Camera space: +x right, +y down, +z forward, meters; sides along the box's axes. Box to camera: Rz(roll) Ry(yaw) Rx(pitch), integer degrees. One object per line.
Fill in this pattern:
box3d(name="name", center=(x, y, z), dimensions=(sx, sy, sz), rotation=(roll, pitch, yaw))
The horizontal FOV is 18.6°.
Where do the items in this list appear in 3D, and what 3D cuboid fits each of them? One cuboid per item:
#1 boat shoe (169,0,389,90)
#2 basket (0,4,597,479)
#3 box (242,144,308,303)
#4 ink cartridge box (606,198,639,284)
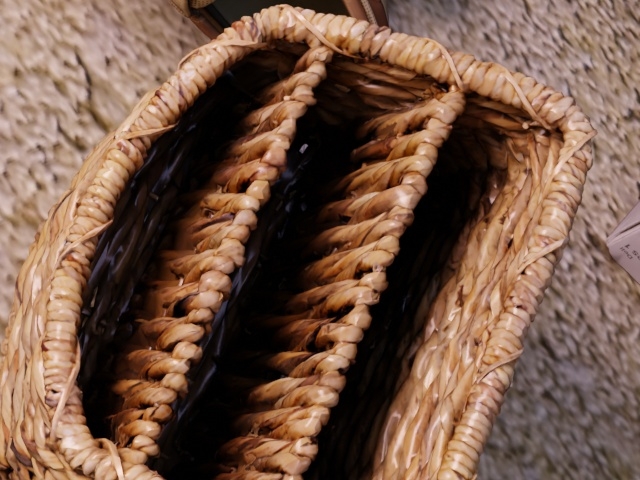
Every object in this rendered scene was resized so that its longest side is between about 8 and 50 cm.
box3d(name="boat shoe", center=(-0.059, -0.191, 1.154), dimensions=(0.324, 0.122, 0.120), rotation=(42, 16, -31))
box3d(name="basket", center=(-0.027, 0.021, 1.039), dimensions=(0.213, 0.223, 0.299), rotation=(33, 67, -19))
box3d(name="box", center=(0.000, 0.000, 1.219), dimensions=(0.225, 0.036, 0.136), rotation=(19, 60, -23))
box3d(name="ink cartridge box", center=(0.333, -0.025, 1.377), dimensions=(0.160, 0.092, 0.219), rotation=(44, 67, -4))
